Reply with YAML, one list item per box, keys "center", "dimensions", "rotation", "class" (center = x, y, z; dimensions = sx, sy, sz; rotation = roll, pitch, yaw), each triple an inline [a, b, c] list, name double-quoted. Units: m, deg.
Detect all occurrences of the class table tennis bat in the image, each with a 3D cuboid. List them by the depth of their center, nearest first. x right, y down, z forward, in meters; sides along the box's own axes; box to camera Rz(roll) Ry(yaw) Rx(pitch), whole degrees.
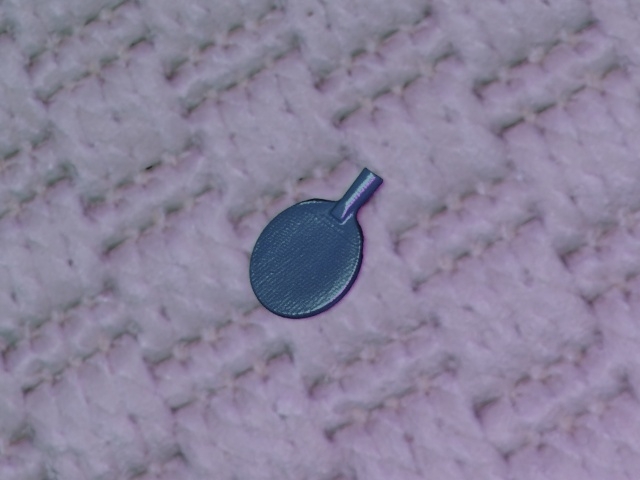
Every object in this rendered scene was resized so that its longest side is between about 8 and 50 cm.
- center: [0.000, 0.000, 1.777]
  dimensions: [0.100, 0.019, 0.155]
  rotation: [37, 88, 25]
  class: "table tennis bat"
